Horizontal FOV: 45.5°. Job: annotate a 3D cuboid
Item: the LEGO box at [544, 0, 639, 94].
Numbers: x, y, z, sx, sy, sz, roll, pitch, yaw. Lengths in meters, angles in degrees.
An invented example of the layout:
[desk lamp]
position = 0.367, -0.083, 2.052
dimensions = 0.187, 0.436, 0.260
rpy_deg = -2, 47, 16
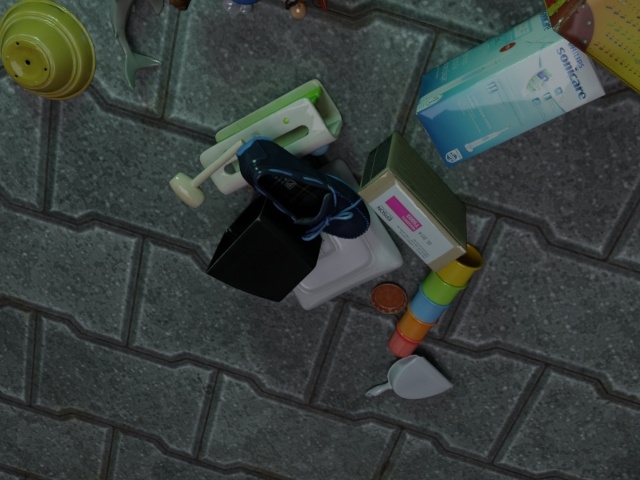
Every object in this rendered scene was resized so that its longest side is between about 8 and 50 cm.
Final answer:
[LEGO box]
position = 0.607, -0.313, 1.207
dimensions = 0.500, 0.372, 0.193
rpy_deg = 34, 121, -8

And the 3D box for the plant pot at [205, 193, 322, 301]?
[plant pot]
position = -0.102, 0.015, 1.599
dimensions = 0.167, 0.188, 0.187
rpy_deg = 39, 117, -13

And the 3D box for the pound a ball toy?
[pound a ball toy]
position = -0.121, -0.170, 1.536
dimensions = 0.319, 0.208, 0.136
rpy_deg = -25, 112, 23

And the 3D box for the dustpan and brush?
[dustpan and brush]
position = 0.199, 0.350, 1.877
dimensions = 0.211, 0.060, 0.147
rpy_deg = -34, 121, 20

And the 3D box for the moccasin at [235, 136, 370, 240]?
[moccasin]
position = -0.030, -0.070, 1.488
dimensions = 0.342, 0.117, 0.138
rpy_deg = 25, 119, -36

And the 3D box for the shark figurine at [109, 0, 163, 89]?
[shark figurine]
position = -0.377, -0.451, 1.479
dimensions = 0.166, 0.116, 0.278
rpy_deg = 24, 120, -2

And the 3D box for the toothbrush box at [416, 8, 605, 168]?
[toothbrush box]
position = 0.334, -0.282, 1.373
dimensions = 0.295, 0.216, 0.126
rpy_deg = -23, 113, 24

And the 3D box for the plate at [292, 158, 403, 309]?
[plate]
position = 0.000, 0.000, 1.682
dimensions = 0.278, 0.045, 0.277
rpy_deg = -27, 101, 24

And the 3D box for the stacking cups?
[stacking cups]
position = 0.251, 0.138, 1.724
dimensions = 0.096, 0.096, 0.316
rpy_deg = 24, 127, -4

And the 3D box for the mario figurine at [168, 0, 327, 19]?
[mario figurine]
position = -0.110, -0.443, 1.374
dimensions = 0.320, 0.198, 0.170
rpy_deg = -6, 139, -1

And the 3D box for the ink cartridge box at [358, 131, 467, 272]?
[ink cartridge box]
position = 0.190, -0.080, 1.535
dimensions = 0.088, 0.193, 0.235
rpy_deg = -37, 107, 27

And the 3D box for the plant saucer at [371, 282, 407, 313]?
[plant saucer]
position = 0.159, 0.133, 1.773
dimensions = 0.083, 0.013, 0.083
rpy_deg = 5, 121, 9

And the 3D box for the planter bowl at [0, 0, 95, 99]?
[planter bowl]
position = -0.585, -0.378, 1.575
dimensions = 0.217, 0.090, 0.217
rpy_deg = 5, 122, 8
